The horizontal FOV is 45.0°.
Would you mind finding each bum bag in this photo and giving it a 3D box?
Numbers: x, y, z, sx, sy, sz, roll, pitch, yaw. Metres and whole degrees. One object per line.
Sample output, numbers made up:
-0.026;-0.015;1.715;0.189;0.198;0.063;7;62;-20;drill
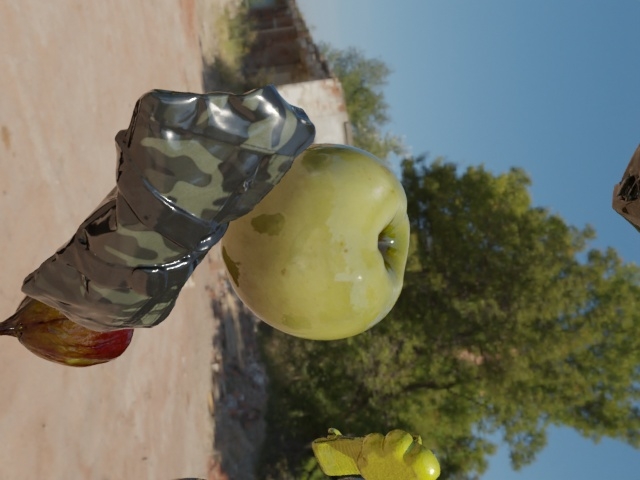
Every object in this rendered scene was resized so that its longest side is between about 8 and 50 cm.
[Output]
-0.145;-0.016;0.681;0.340;0.144;0.095;-45;-133;35;bum bag

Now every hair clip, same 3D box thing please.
0.057;0.228;0.816;0.173;0.046;0.072;-9;-70;53;hair clip

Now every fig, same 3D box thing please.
-0.415;0.135;1.182;0.191;0.290;0.190;36;-34;30;fig

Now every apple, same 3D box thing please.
0.000;0.000;1.043;0.262;0.262;0.262;172;-90;-88;apple

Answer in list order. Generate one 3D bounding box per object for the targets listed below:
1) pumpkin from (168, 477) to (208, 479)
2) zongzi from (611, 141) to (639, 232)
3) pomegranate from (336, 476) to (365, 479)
-0.185;0.432;1.070;0.202;0.140;0.202;9;-78;46;pumpkin
0.587;-0.143;0.842;0.208;0.432;0.403;38;0;-24;zongzi
0.064;0.486;1.396;0.130;0.130;0.130;172;-90;-88;pomegranate
